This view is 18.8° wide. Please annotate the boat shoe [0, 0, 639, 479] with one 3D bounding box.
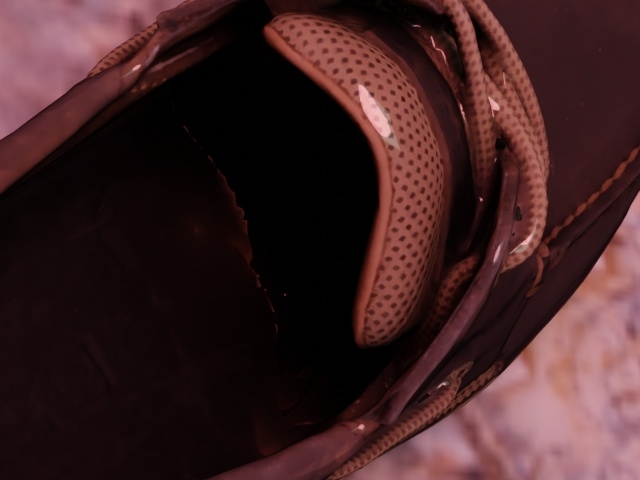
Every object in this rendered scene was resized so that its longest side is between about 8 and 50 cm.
[{"bbox_3d":[0.000,0.000,0.456,0.355,0.130,0.132,-40,97,-34],"label":"boat shoe"}]
